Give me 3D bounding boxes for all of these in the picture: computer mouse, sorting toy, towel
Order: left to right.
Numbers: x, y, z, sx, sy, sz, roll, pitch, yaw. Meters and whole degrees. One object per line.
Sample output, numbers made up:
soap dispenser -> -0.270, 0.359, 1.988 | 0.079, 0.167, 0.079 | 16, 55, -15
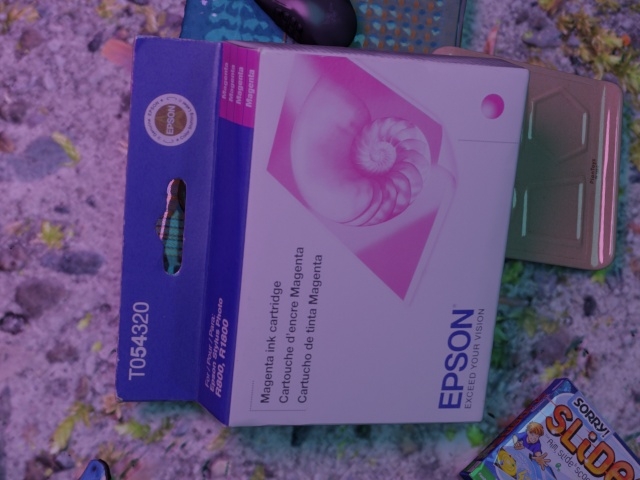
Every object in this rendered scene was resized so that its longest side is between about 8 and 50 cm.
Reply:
computer mouse -> -0.059, -0.267, 1.028 | 0.242, 0.041, 0.071 | 42, 79, -1
towel -> -0.012, -0.096, 1.054 | 0.271, 0.040, 0.370 | 9, 81, -7
sorting toy -> 0.192, -0.076, 1.070 | 0.208, 0.038, 0.193 | 8, 82, -18

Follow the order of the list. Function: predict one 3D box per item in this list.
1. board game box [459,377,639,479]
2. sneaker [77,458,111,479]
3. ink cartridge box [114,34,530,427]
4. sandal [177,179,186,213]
board game box -> 0.247, 0.249, 1.040 | 0.136, 0.035, 0.201 | -42, 90, -14
sneaker -> -0.246, 0.245, 0.942 | 0.073, 0.063, 0.162 | 44, 76, 3
ink cartridge box -> 0.000, 0.000, 0.941 | 0.330, 0.071, 0.324 | 1, 105, -17
sandal -> -0.017, -0.032, 0.992 | 0.219, 0.060, 0.090 | 18, 80, -4
